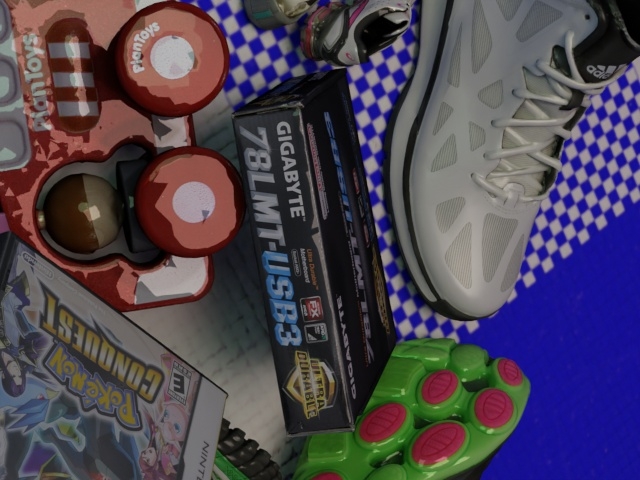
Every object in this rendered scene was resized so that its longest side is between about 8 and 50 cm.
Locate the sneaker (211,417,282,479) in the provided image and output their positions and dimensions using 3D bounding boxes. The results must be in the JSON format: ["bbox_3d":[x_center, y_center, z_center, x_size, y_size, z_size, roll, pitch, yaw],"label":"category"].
[{"bbox_3d":[-0.182,0.181,1.493,0.343,0.134,0.146,44,66,-27],"label":"sneaker"}]

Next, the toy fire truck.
[{"bbox_3d":[-0.207,-0.085,1.474,0.254,0.169,0.302,-7,96,-9],"label":"toy fire truck"}]

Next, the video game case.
[{"bbox_3d":[-0.189,0.166,1.317,0.275,0.035,0.248,42,43,-37],"label":"video game case"}]

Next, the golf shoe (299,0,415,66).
[{"bbox_3d":[0.065,-0.229,1.662,0.186,0.086,0.067,-45,139,-32],"label":"golf shoe"}]

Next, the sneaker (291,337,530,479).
[{"bbox_3d":[0.048,0.285,1.657,0.483,0.185,0.202,-49,156,-32],"label":"sneaker"}]

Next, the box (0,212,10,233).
[{"bbox_3d":[-0.326,0.111,1.308,0.213,0.117,0.243,-3,72,-58],"label":"box"}]

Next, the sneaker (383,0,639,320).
[{"bbox_3d":[0.208,-0.135,1.668,0.169,0.257,0.448,4,90,-34],"label":"sneaker"}]

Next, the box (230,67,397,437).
[{"bbox_3d":[0.000,0.000,1.539,0.073,0.293,0.295,-9,99,10],"label":"box"}]

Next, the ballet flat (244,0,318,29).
[{"bbox_3d":[0.011,-0.284,1.646,0.213,0.068,0.072,-47,115,-23],"label":"ballet flat"}]
